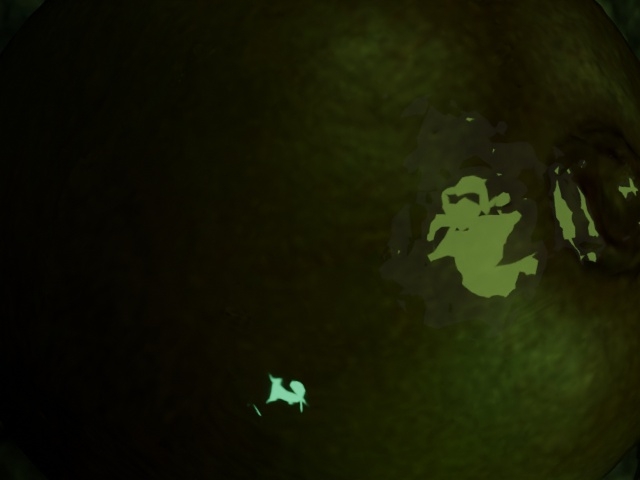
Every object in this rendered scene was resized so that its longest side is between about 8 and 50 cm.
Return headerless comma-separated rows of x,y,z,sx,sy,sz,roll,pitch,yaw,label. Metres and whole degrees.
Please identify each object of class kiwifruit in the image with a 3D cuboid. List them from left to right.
0.000,0.000,0.538,0.196,0.234,0.196,0,90,-38,kiwifruit
